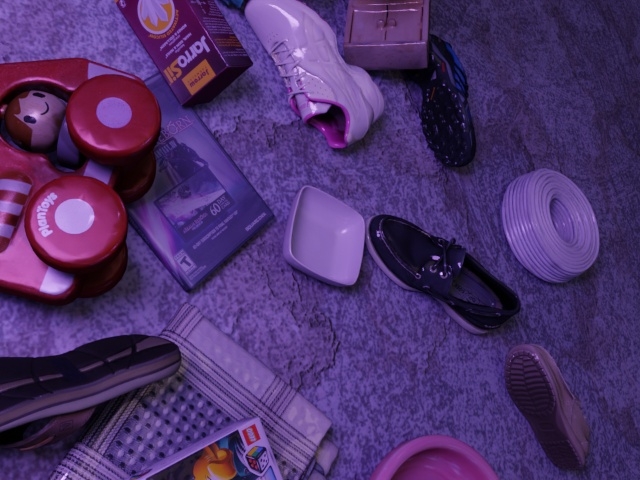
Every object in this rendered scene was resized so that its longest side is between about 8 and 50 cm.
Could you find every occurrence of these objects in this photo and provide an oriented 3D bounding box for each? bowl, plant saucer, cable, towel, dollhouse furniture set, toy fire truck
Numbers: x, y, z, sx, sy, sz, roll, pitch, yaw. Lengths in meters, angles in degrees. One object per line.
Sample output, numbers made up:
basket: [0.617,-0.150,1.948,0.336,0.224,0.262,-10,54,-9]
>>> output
bowl: [0.000,0.000,1.029,0.142,0.053,0.142,27,56,-28]
plant saucer: [0.165,0.462,0.953,0.332,0.084,0.332,16,62,-34]
cable: [0.512,-0.032,1.428,0.257,0.089,0.257,44,51,-16]
towel: [-0.134,0.290,0.802,0.324,0.056,0.312,46,50,-16]
dollhouse furniture set: [0.110,-0.523,1.103,0.394,0.361,0.257,70,24,-62]
toy fire truck: [-0.327,-0.081,0.729,0.253,0.169,0.302,16,70,-12]

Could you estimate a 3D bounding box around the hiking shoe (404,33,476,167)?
hiking shoe: [0.270,-0.297,1.326,0.132,0.113,0.304,-7,77,-39]

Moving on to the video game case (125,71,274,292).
video game case: [-0.208,-0.090,0.918,0.274,0.026,0.196,53,49,-10]

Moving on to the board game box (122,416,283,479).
board game box: [-0.102,0.384,0.733,0.192,0.053,0.306,-20,85,-38]

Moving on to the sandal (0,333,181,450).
sandal: [-0.290,0.176,0.686,0.302,0.120,0.086,-8,111,-33]

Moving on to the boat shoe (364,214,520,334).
boat shoe: [0.228,0.052,1.150,0.340,0.113,0.127,41,52,-19]

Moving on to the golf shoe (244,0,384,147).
golf shoe: [-0.020,-0.286,1.094,0.306,0.115,0.140,42,55,-16]

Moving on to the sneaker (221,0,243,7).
sneaker: [-0.190,-0.448,1.021,0.178,0.124,0.295,48,48,-1]

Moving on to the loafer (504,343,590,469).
loafer: [0.437,0.306,1.231,0.092,0.101,0.269,-35,104,-43]

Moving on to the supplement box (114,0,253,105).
supplement box: [-0.199,-0.305,0.943,0.188,0.104,0.081,58,27,-2]
